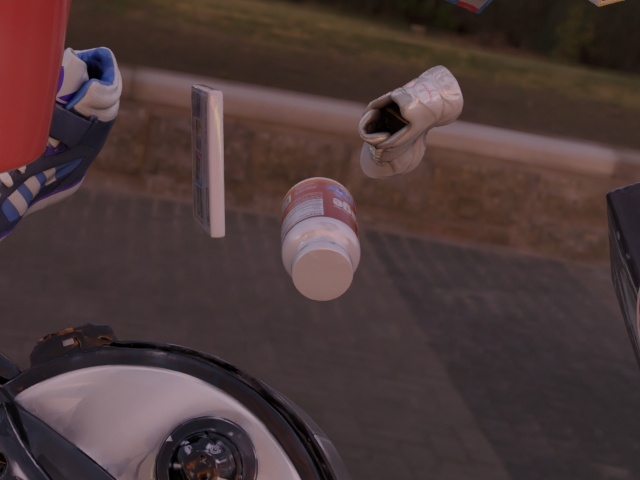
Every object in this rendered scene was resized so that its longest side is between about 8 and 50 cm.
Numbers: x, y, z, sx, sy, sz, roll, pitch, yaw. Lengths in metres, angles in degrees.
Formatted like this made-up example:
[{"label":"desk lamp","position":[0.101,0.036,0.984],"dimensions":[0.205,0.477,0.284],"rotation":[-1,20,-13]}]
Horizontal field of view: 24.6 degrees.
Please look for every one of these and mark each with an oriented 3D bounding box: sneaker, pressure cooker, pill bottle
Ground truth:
[{"label":"sneaker","position":[0.088,-0.147,1.922],"dimensions":[0.115,0.090,0.232],"rotation":[-18,-20,-29]},{"label":"pressure cooker","position":[-0.149,0.264,1.237],"dimensions":[0.370,0.375,0.420],"rotation":[0,-9,3]},{"label":"pill bottle","position":[0.000,0.000,2.257],"dimensions":[0.121,0.121,0.216],"rotation":[9,28,-7]},{"label":"sneaker","position":[-0.357,-0.122,1.693],"dimensions":[0.130,0.236,0.323],"rotation":[39,38,13]}]

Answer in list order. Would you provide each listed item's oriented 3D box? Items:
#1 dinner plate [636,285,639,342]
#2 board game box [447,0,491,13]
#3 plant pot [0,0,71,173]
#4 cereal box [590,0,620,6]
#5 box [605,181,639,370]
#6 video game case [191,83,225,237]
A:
[{"label":"dinner plate","position":[0.317,0.087,1.278],"dimensions":[0.017,0.141,0.141],"rotation":[-10,16,-15]},{"label":"board game box","position":[0.149,-0.527,2.115],"dimensions":[0.302,0.308,0.086],"rotation":[20,-8,-6]},{"label":"plant pot","position":[-0.344,-0.196,1.310],"dimensions":[0.275,0.243,0.275],"rotation":[3,20,-1]},{"label":"cereal box","position":[0.340,-0.447,1.938],"dimensions":[0.047,0.240,0.173],"rotation":[-15,28,-11]},{"label":"box","position":[0.617,0.171,2.101],"dimensions":[0.297,0.472,0.480],"rotation":[-15,-20,7]},{"label":"video game case","position":[-0.124,-0.090,1.620],"dimensions":[0.019,0.157,0.143],"rotation":[-2,9,-12]}]
